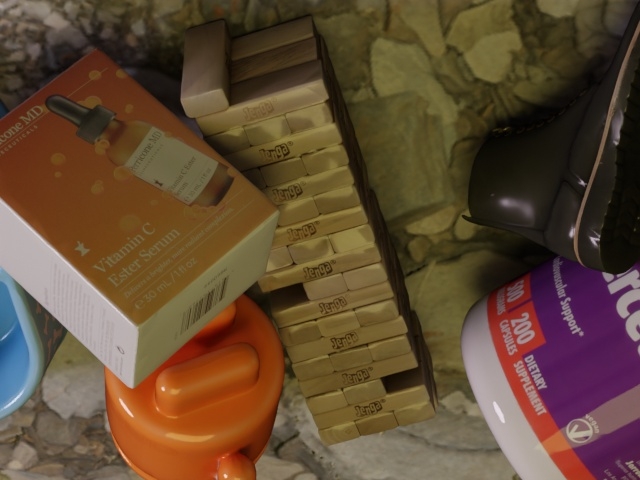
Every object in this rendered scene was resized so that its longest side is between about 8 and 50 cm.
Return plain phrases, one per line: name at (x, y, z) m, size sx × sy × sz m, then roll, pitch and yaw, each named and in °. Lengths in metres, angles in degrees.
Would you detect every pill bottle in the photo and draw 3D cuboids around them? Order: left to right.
pill bottle at (0.272, 0.052, 1.281) m, size 0.323 × 0.181 × 0.181 m, roll -32°, pitch 121°, yaw 19°

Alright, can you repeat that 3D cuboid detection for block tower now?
block tower at (0.000, 0.000, 1.289) m, size 0.097 × 0.091 × 0.335 m, roll -16°, pitch 126°, yaw 9°

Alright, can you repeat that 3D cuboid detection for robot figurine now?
robot figurine at (-0.092, 0.106, 1.307) m, size 0.158 × 0.128 × 0.219 m, roll 28°, pitch 157°, yaw 7°

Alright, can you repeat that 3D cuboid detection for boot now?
boot at (0.172, -0.088, 1.247) m, size 0.077 × 0.137 × 0.198 m, roll 23°, pitch 86°, yaw -46°

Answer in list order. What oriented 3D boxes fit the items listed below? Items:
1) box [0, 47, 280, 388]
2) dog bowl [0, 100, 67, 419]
box at (-0.134, -0.016, 1.183) m, size 0.170 × 0.130 × 0.091 m, roll 41°, pitch 153°, yaw 14°
dog bowl at (-0.280, 0.013, 1.298) m, size 0.166 × 0.074 × 0.297 m, roll -9°, pitch 125°, yaw 4°
